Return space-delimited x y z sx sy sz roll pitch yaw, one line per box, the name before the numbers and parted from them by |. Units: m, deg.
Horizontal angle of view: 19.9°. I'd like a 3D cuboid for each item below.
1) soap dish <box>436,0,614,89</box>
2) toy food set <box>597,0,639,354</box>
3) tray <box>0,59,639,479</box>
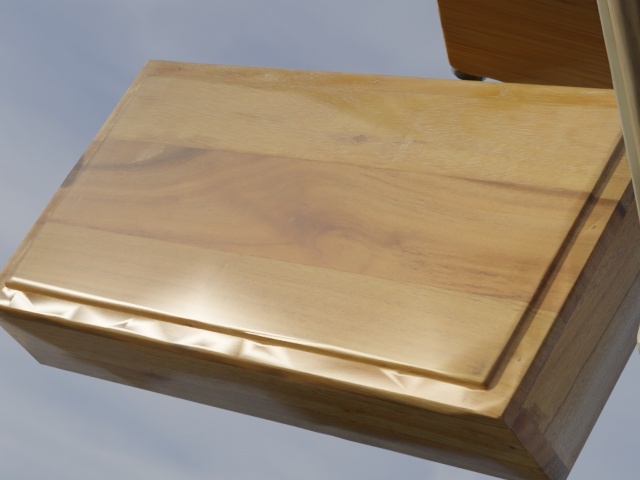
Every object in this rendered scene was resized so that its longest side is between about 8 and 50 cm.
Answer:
soap dish | 0.217 -0.156 1.099 0.290 0.229 0.118 16 -57 4
toy food set | 0.209 -0.097 0.743 0.219 0.092 0.306 -6 -72 26
tray | 0.000 0.000 1.037 0.411 0.203 0.076 8 -33 44
